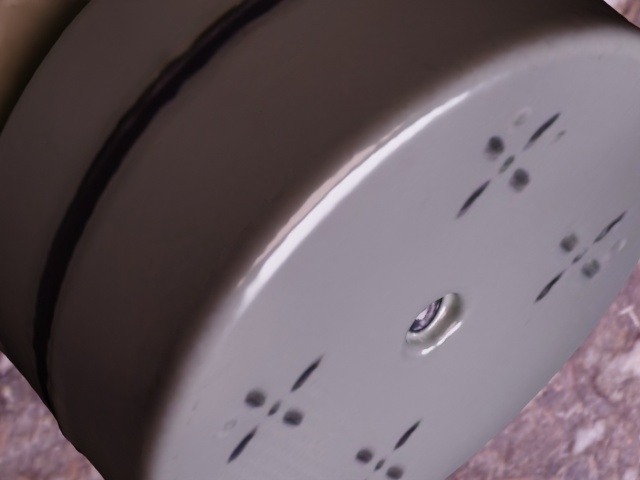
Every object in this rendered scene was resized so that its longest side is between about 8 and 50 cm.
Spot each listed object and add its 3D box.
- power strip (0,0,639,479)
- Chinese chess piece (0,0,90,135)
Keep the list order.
[{"bbox_3d":[0.000,0.000,0.788,0.357,0.161,0.357,-32,148,-23],"label":"power strip"},{"bbox_3d":[-0.166,-0.165,0.711,0.250,0.101,0.250,-12,121,-22],"label":"Chinese chess piece"}]
